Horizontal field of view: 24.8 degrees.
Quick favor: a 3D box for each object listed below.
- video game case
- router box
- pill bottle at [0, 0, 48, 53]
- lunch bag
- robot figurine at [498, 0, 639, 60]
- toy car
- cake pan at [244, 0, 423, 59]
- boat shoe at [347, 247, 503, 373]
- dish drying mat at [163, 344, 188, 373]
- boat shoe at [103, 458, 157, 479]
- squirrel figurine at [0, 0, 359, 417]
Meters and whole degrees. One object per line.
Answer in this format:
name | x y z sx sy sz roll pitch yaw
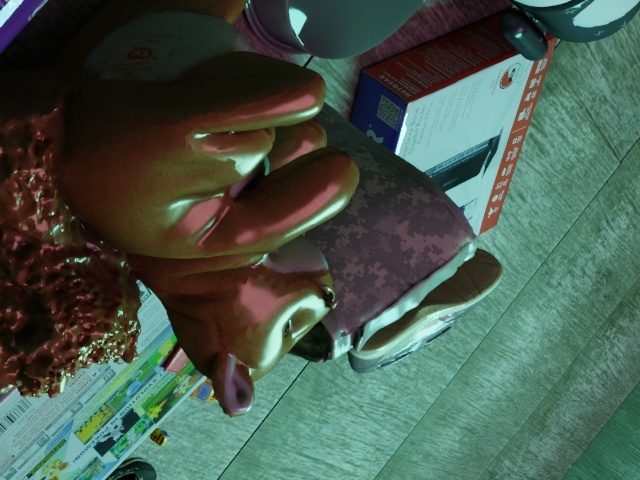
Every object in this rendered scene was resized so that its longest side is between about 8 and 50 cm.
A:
video game case | -0.281 0.192 1.705 0.329 0.036 0.300 -45 151 -13
router box | 0.152 -0.113 1.930 0.301 0.082 0.335 -27 144 -38
pill bottle | -0.338 -0.155 1.050 0.323 0.181 0.181 -49 152 -4
lunch bag | 0.000 0.000 1.623 0.235 0.287 0.169 -34 147 -31
robot figurine | 0.308 -0.343 1.786 0.278 0.173 0.209 20 63 -61
toy car | -0.169 0.223 1.899 0.122 0.040 0.060 -53 152 3
cake pan | 0.044 -0.316 1.543 0.293 0.054 0.293 -33 145 -27
boat shoe | 0.150 0.106 2.177 0.285 0.103 0.092 -31 152 -26
dish drying mat | -0.159 0.126 1.761 0.083 0.008 0.032 -54 152 6
boat shoe | -0.253 0.312 1.883 0.049 0.042 0.133 -59 153 10
squirrel figurine | -0.159 -0.007 1.364 0.397 0.281 0.370 -22 130 -15
